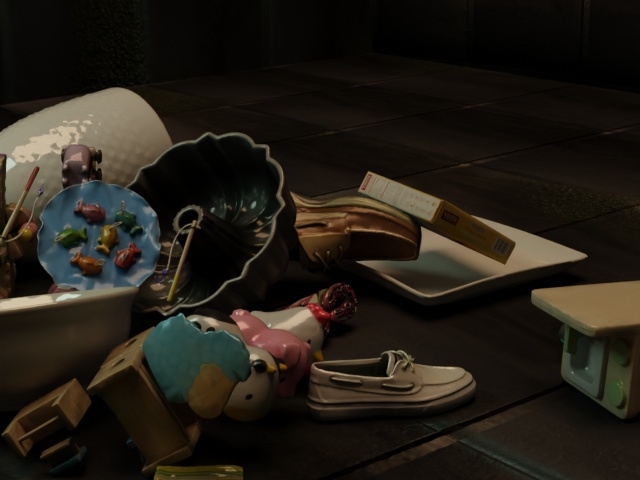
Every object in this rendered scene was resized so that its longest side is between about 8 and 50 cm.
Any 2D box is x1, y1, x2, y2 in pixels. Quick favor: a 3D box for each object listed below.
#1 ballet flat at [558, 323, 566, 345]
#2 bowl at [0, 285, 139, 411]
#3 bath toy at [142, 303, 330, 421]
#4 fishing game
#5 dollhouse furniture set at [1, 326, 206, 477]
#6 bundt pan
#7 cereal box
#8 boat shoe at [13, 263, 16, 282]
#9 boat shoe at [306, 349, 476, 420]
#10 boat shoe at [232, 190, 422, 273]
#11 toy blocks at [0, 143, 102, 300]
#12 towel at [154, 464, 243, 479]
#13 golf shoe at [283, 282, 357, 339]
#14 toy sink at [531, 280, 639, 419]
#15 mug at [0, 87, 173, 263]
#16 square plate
[{"bbox_3d":[0.412,0.116,1.748,0.203,0.074,0.074,-19,25,-40],"label":"ballet flat"},{"bbox_3d":[-0.372,0.141,1.562,0.297,0.134,0.298,-7,1,0],"label":"bowl"},{"bbox_3d":[-0.077,0.140,1.512,0.129,0.151,0.348,-32,-9,17],"label":"bath toy"},{"bbox_3d":[-0.319,-0.005,1.750,0.264,0.189,0.041,23,-27,-5],"label":"fishing game"},{"bbox_3d":[-0.251,0.215,1.451,0.183,0.129,0.129,-29,12,13],"label":"dollhouse furniture set"},{"bbox_3d":[-0.174,0.000,1.873,0.330,0.124,0.331,-16,51,20],"label":"bundt pan"},{"bbox_3d":[0.189,-0.040,2.008,0.173,0.047,0.240,27,0,-30],"label":"cereal box"},{"bbox_3d":[-0.641,0.022,2.094,0.324,0.097,0.117,10,61,43],"label":"boat shoe"},{"bbox_3d":[0.094,0.179,1.552,0.226,0.076,0.083,-7,18,-18],"label":"boat shoe"},{"bbox_3d":[0.000,0.000,1.970,0.323,0.123,0.120,8,57,16],"label":"boat shoe"},{"bbox_3d":[-0.487,0.010,1.809,0.308,0.289,0.260,0,13,-6],"label":"toy blocks"},{"bbox_3d":[-0.130,0.298,1.279,0.102,0.021,0.237,-3,17,-4],"label":"towel"},{"bbox_3d":[-0.024,0.122,1.792,0.086,0.068,0.186,-22,2,38],"label":"golf shoe"},{"bbox_3d":[0.399,0.139,1.567,0.234,0.131,0.153,-3,16,-23],"label":"toy sink"},{"bbox_3d":[-0.490,-0.087,2.221,0.328,0.276,0.374,-26,-2,-39],"label":"mug"},{"bbox_3d":[0.211,0.033,2.066,0.344,0.049,0.347,-12,20,-31],"label":"square plate"}]
